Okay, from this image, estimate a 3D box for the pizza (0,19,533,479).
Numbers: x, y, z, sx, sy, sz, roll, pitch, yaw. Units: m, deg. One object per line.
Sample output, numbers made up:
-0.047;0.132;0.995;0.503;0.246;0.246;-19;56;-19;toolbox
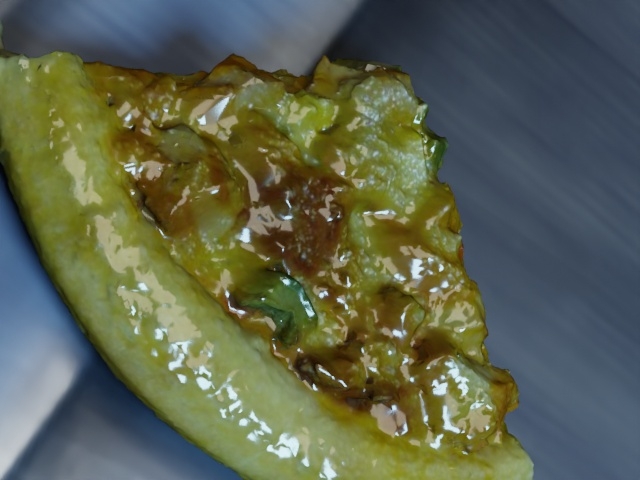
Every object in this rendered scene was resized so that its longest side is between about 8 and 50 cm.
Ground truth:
0.000;0.000;0.548;0.292;0.058;0.197;45;55;-16;pizza
